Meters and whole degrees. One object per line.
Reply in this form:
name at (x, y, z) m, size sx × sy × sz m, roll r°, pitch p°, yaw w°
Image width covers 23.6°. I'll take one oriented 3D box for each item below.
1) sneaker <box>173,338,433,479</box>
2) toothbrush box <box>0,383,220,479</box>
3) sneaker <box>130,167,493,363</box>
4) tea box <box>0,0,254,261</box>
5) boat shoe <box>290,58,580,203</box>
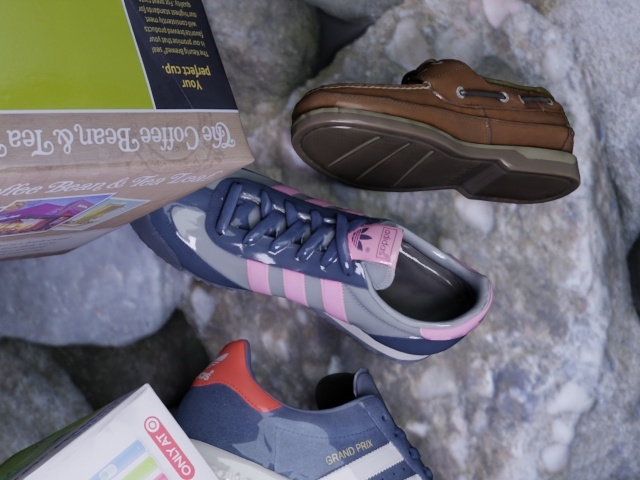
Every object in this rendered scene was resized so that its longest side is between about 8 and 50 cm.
sneaker at (0.047, 0.190, 1.233) m, size 0.350 × 0.131 × 0.148 m, roll 28°, pitch 67°, yaw -18°
toothbrush box at (-0.148, 0.236, 1.022) m, size 0.122 × 0.283 × 0.206 m, roll -38°, pitch 93°, yaw -32°
sneaker at (0.000, 0.000, 1.269) m, size 0.319 × 0.131 × 0.112 m, roll 22°, pitch 65°, yaw -21°
tea box at (-0.264, -0.157, 1.060) m, size 0.329 × 0.220 × 0.323 m, roll -6°, pitch 75°, yaw -55°
boat shoe at (0.099, -0.106, 1.382) m, size 0.307 × 0.111 × 0.104 m, roll 10°, pitch 65°, yaw -36°
